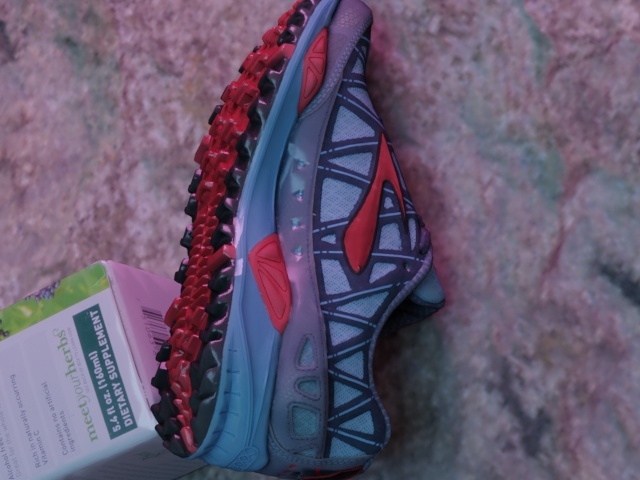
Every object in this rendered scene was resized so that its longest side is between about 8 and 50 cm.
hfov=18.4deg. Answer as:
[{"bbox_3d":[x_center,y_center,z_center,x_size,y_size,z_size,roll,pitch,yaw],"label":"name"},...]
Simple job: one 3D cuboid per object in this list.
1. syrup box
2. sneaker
[{"bbox_3d":[-0.169,0.104,1.013,0.237,0.096,0.093,-25,71,19],"label":"syrup box"},{"bbox_3d":[0.000,0.000,0.960,0.104,0.125,0.261,-35,38,57],"label":"sneaker"}]
